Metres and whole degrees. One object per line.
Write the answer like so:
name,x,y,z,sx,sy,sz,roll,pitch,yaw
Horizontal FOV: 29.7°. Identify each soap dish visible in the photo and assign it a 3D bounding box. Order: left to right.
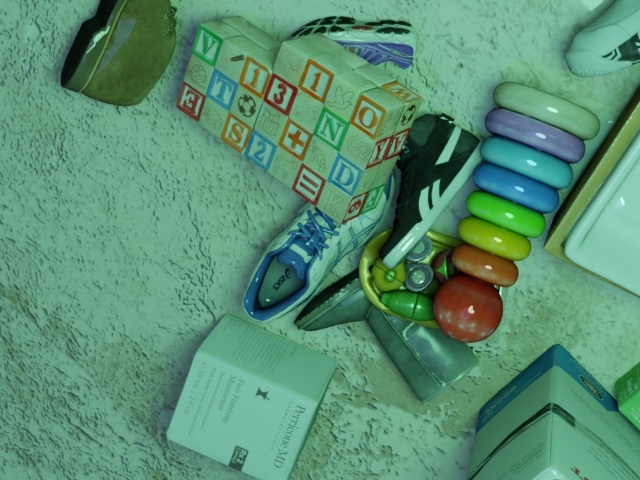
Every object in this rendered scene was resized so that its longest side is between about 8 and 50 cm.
soap dish,0.442,-0.069,1.502,0.229,0.118,0.291,25,110,-14

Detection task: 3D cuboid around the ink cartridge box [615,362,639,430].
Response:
ink cartridge box,0.528,0.191,1.597,0.160,0.092,0.219,44,111,-3

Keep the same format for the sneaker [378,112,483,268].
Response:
sneaker,0.115,-0.075,1.588,0.121,0.079,0.217,38,73,5

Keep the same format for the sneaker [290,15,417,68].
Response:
sneaker,0.042,-0.253,1.592,0.169,0.068,0.071,7,120,14

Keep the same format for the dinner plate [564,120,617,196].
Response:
dinner plate,0.389,-0.087,1.588,0.141,0.017,0.141,4,107,13

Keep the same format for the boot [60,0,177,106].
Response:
boot,-0.235,-0.322,1.632,0.115,0.112,0.305,23,108,-27

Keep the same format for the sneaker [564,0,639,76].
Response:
sneaker,0.423,-0.360,1.441,0.365,0.137,0.210,-31,96,15

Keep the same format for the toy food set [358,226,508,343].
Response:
toy food set,0.161,0.057,1.618,0.217,0.071,0.128,18,93,-5

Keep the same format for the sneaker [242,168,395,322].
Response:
sneaker,0.000,0.000,1.640,0.112,0.131,0.296,35,109,3

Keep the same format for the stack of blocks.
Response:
stack of blocks,-0.034,-0.178,1.553,0.297,0.087,0.171,35,123,22

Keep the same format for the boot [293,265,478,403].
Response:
boot,0.091,0.141,1.698,0.189,0.076,0.208,-32,103,18

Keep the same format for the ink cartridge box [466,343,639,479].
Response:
ink cartridge box,0.335,0.343,1.524,0.285,0.395,0.166,45,110,-3

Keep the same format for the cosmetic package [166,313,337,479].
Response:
cosmetic package,-0.095,0.226,1.715,0.183,0.151,0.151,23,111,5

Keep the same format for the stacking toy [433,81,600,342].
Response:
stacking toy,0.230,-0.027,1.536,0.141,0.141,0.330,23,95,5
